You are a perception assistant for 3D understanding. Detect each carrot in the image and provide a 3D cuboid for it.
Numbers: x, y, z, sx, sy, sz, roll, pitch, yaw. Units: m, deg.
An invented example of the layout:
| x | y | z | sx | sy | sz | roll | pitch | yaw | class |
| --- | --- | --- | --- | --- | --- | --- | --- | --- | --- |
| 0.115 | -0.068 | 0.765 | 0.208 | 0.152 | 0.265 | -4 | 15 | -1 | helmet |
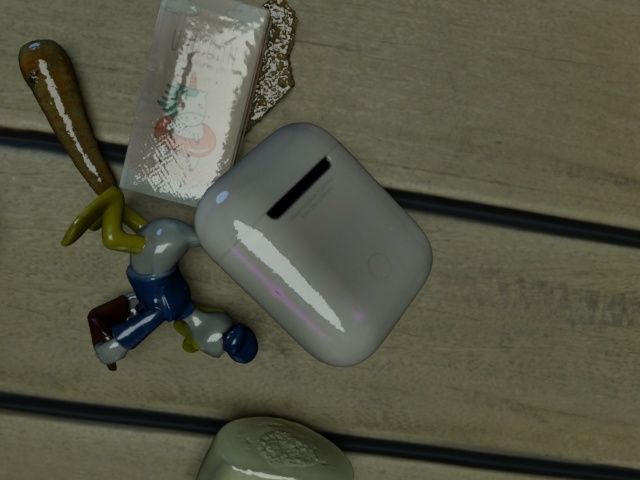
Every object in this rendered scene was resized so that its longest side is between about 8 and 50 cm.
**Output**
| x | y | z | sx | sy | sz | roll | pitch | yaw | class |
| --- | --- | --- | --- | --- | --- | --- | --- | --- | --- |
| -0.395 | -0.175 | 0.878 | 0.078 | 0.078 | 0.298 | -23 | 101 | -2 | carrot |

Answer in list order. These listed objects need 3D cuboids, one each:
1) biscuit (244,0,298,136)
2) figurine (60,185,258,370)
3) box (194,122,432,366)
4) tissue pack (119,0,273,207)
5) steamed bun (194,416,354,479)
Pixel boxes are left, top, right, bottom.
| x | y | z | sx | sy | sz | roll | pitch | yaw | class |
| --- | --- | --- | --- | --- | --- | --- | --- | --- | --- |
| -0.112 | -0.282 | 0.906 | 0.237 | 0.026 | 0.131 | -44 | 98 | 1 | biscuit |
| -0.250 | 0.111 | 0.849 | 0.338 | 0.204 | 0.284 | 36 | 104 | -12 | figurine |
| 0.001 | 0.000 | 0.843 | 0.349 | 0.141 | 0.289 | 45 | 60 | -4 | box |
| -0.196 | -0.221 | 0.859 | 0.169 | 0.071 | 0.326 | 15 | 96 | -3 | tissue pack |
| -0.085 | 0.411 | 0.912 | 0.249 | 0.155 | 0.200 | 19 | 107 | -6 | steamed bun |
